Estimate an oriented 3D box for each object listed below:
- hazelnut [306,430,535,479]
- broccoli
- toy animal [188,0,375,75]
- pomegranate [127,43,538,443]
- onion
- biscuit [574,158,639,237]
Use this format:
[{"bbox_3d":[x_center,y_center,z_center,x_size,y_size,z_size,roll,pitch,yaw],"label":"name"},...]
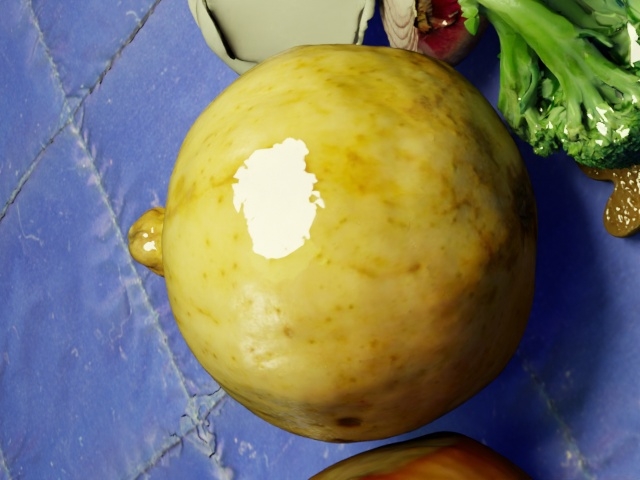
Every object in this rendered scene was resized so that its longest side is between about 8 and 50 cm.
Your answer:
[{"bbox_3d":[0.105,0.353,1.127,0.365,0.365,0.366,1,92,45],"label":"hazelnut"},{"bbox_3d":[0.226,-0.197,1.042,0.265,0.245,0.295,-39,36,41],"label":"broccoli"},{"bbox_3d":[-0.065,-0.302,1.381,0.357,0.193,0.258,-121,20,-57],"label":"toy animal"},{"bbox_3d":[0.000,0.000,1.160,0.410,0.410,0.410,1,92,45],"label":"pomegranate"},{"bbox_3d":[0.111,-0.315,1.228,0.227,0.120,0.284,97,161,-52],"label":"onion"},{"bbox_3d":[0.313,-0.055,1.105,0.205,0.031,0.138,41,114,35],"label":"biscuit"}]
